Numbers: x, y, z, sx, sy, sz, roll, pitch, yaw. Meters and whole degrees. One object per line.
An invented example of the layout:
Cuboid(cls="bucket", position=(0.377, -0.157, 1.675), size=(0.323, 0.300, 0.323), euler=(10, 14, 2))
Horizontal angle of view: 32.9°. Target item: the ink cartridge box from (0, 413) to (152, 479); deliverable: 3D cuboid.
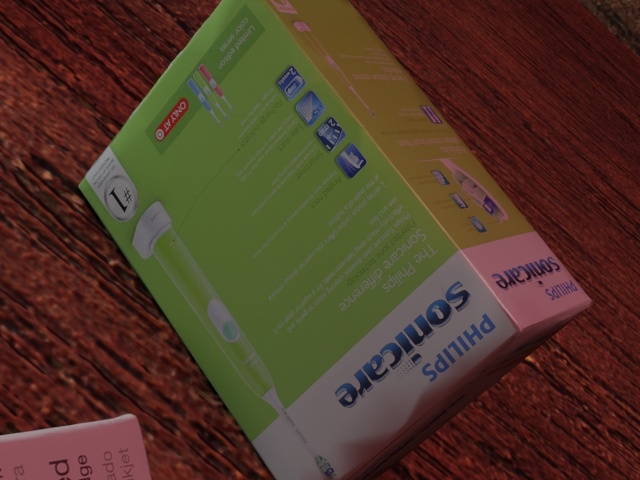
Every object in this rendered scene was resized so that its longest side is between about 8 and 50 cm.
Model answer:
Cuboid(cls="ink cartridge box", position=(-0.172, 0.174, 0.331), size=(0.273, 0.115, 0.198), euler=(1, 71, -51))

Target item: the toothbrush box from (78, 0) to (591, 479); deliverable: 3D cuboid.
Cuboid(cls="toothbrush box", position=(0.000, 0.000, 0.723), size=(0.283, 0.206, 0.122), euler=(54, 30, 18))
